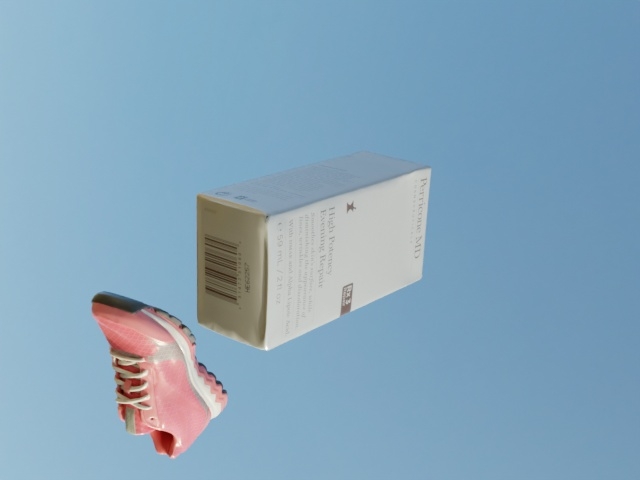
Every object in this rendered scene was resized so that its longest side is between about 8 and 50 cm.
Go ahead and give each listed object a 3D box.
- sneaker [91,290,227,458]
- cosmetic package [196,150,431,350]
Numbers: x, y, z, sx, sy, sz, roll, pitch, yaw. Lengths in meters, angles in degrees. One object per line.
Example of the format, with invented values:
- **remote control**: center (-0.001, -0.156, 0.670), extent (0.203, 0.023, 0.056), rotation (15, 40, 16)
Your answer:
- **sneaker**: center (-0.231, 0.194, 1.316), extent (0.116, 0.314, 0.136), rotation (11, -124, 32)
- **cosmetic package**: center (0.000, 0.000, 0.826), extent (0.085, 0.231, 0.117), rotation (17, -66, 36)
